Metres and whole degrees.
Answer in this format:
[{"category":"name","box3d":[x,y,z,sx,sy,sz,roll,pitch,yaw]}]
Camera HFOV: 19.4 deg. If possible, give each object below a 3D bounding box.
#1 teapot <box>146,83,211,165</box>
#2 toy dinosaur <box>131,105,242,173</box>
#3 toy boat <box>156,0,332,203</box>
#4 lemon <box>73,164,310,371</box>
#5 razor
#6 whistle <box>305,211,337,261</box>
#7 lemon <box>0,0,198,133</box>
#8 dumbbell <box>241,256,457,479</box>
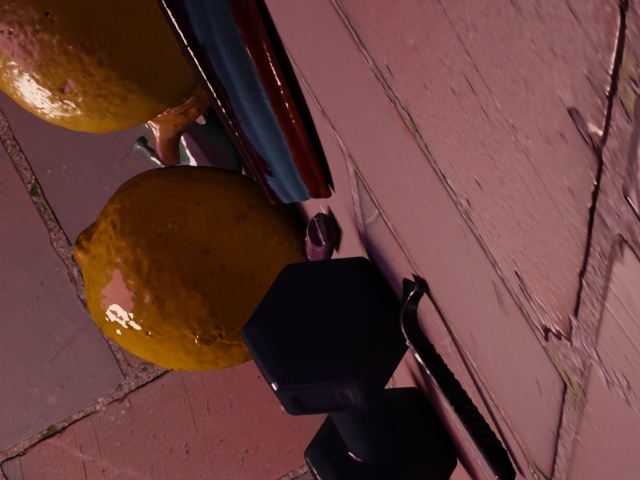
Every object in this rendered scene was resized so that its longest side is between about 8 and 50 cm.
[{"category":"teapot","box3d":[-0.227,-0.234,2.217,0.311,0.167,0.203,63,175,-14]},{"category":"toy dinosaur","box3d":[-0.121,-0.067,2.610,0.331,0.129,0.383,49,171,15]},{"category":"toy boat","box3d":[-0.074,-0.164,1.652,0.136,0.079,0.392,56,175,37]},{"category":"lemon","box3d":[-0.145,0.033,2.273,0.253,0.310,0.254,-173,90,-88]},{"category":"razor","box3d":[0.108,0.120,1.539,0.190,0.033,0.066,62,176,-7]},{"category":"whistle","box3d":[0.000,0.000,1.974,0.033,0.033,0.176,61,175,7]},{"category":"lemon","box3d":[-0.213,-0.214,1.872,0.219,0.240,0.240,41,179,-10]},{"category":"dumbbell","box3d":[0.034,0.158,1.855,0.144,0.160,0.325,22,154,30]}]
